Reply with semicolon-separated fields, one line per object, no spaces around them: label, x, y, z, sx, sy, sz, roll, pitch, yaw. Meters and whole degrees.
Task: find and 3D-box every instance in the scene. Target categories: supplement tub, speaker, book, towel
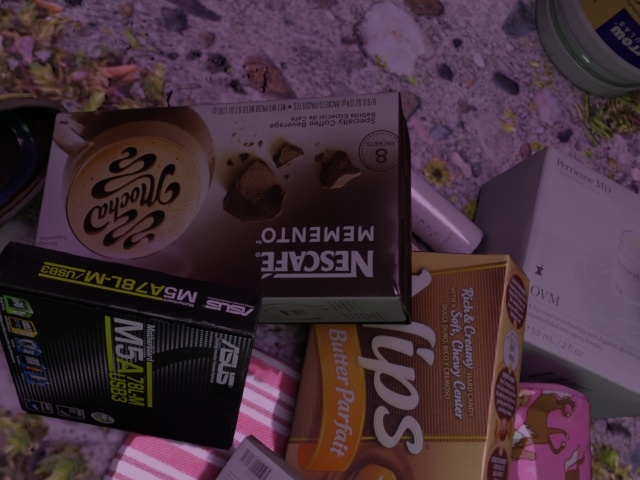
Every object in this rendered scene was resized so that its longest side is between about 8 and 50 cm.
supplement tub;0.457;-0.346;0.831;0.240;0.331;0.241;6;72;-20
speaker;0.118;-0.033;0.756;0.136;0.055;0.055;40;64;-6
book;-0.065;0.249;0.547;0.096;0.035;0.144;36;91;16
towel;-0.101;0.187;0.620;0.144;0.029;0.197;31;65;-8

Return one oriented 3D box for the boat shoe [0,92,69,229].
boat shoe;-0.287;-0.036;0.486;0.305;0.091;0.109;-72;144;-60

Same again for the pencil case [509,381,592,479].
pencil case;0.179;0.321;0.621;0.159;0.167;0.387;0;71;13

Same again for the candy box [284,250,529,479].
candy box;0.070;0.168;0.589;0.087;0.182;0.317;36;61;-54

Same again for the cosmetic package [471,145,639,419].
cosmetic package;0.286;0.054;0.753;0.224;0.138;0.225;25;66;-14

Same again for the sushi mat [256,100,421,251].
sushi mat;0.000;0.000;0.719;0.316;0.019;0.151;42;63;-5

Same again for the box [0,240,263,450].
box;-0.147;0.092;0.519;0.184;0.191;0.045;14;48;-3

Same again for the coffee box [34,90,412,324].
coffee box;-0.073;-0.018;0.566;0.296;0.119;0.168;-1;73;11
